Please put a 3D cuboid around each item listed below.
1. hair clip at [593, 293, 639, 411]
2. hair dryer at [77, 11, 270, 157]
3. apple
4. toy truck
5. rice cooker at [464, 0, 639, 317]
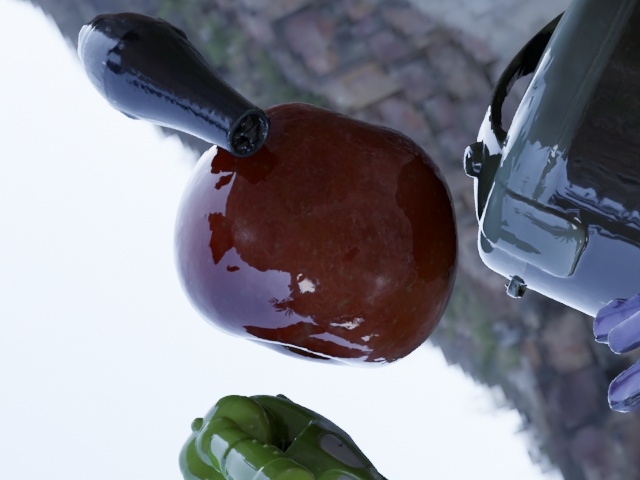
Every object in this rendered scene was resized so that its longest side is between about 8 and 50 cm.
[{"bbox_3d":[0.265,0.014,1.061,0.090,0.278,0.137,11,-128,-31],"label":"hair clip"},{"bbox_3d":[-0.074,-0.113,1.759,0.235,0.091,0.272,33,-173,40],"label":"hair dryer"},{"bbox_3d":[0.000,0.000,1.743,0.260,0.260,0.216,33,-109,-59],"label":"apple"},{"bbox_3d":[-0.046,0.211,1.719,0.187,0.148,0.210,35,176,38],"label":"toy truck"},{"bbox_3d":[0.307,-0.079,1.721,0.325,0.335,0.335,25,-166,12],"label":"rice cooker"}]
